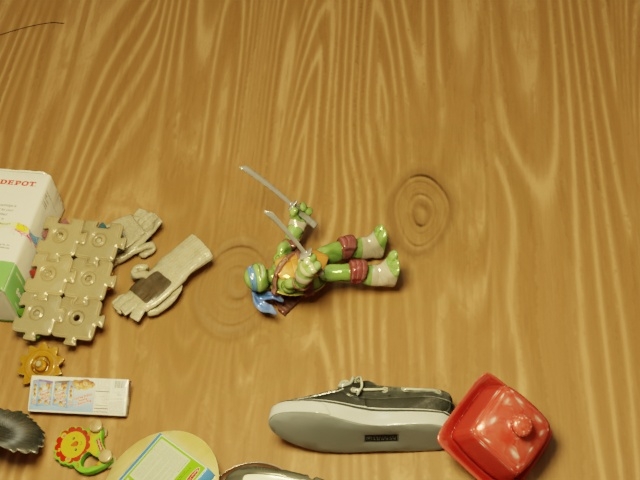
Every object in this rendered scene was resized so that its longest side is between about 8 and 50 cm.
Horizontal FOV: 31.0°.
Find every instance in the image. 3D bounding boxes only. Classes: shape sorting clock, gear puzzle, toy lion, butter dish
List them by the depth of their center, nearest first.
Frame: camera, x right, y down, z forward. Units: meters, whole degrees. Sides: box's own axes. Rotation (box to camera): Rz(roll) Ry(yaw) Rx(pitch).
[{"bbox_3d":[0.296,0.301,1.829,0.160,0.118,0.160,42,63,-1],"label":"butter dish"},{"bbox_3d":[-0.261,0.406,1.890,0.206,0.040,0.206,-13,47,15],"label":"shape sorting clock"},{"bbox_3d":[-0.404,0.356,1.964,0.096,0.034,0.100,-26,54,-3],"label":"toy lion"},{"bbox_3d":[-0.466,0.117,2.124,0.175,0.044,0.339,6,65,12],"label":"gear puzzle"}]

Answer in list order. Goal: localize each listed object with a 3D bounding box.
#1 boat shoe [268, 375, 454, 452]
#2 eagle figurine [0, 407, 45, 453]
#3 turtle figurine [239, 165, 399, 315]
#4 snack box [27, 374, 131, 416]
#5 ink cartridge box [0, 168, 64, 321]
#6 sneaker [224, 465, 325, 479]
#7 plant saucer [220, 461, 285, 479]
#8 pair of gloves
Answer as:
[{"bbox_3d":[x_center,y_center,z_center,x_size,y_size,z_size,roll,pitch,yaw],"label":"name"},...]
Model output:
[{"bbox_3d":[0.069,0.278,1.908,0.306,0.113,0.105,-1,46,4],"label":"boat shoe"},{"bbox_3d":[-0.648,0.314,1.959,0.226,0.225,0.298,-43,86,23],"label":"eagle figurine"},{"bbox_3d":[0.000,0.000,2.053,0.266,0.198,0.275,-2,93,-15],"label":"turtle figurine"},{"bbox_3d":[-0.421,0.271,2.019,0.178,0.022,0.064,2,78,8],"label":"snack box"},{"bbox_3d":[-0.633,0.004,2.207,0.201,0.117,0.278,5,54,11],"label":"ink cartridge box"},{"bbox_3d":[0.029,0.513,1.636,0.447,0.169,0.257,28,62,-3],"label":"sneaker"},{"bbox_3d":[-0.108,0.438,1.860,0.168,0.029,0.168,-4,52,5],"label":"plant saucer"},{"bbox_3d":[-0.339,0.045,2.185,0.240,0.042,0.204,31,67,33],"label":"pair of gloves"}]
